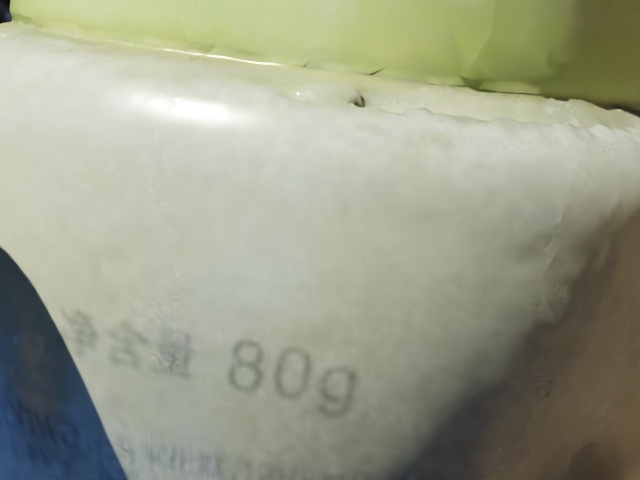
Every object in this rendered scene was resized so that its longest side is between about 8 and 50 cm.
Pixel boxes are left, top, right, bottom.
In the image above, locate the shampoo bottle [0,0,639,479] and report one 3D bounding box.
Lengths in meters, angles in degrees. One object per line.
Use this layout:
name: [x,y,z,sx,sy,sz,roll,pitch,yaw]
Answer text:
shampoo bottle: [0.000,0.000,0.680,0.322,0.322,0.317,-81,-2,-85]
